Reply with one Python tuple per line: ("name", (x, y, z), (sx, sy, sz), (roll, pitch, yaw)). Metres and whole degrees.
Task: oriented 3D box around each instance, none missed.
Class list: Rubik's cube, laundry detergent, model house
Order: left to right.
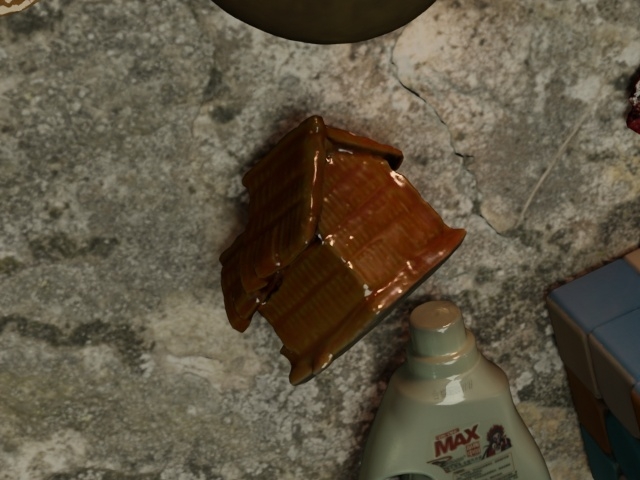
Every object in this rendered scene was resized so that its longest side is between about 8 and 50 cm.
("model house", (0.001, 0.001, 1.732), (0.229, 0.219, 0.199), (52, 132, 2))
("laundry detergent", (0.154, 0.261, 1.954), (0.264, 0.125, 0.398), (-18, 121, -10))
("Rubik's cube", (0.526, 0.201, 1.930), (0.347, 0.344, 0.346), (-24, 124, -9))

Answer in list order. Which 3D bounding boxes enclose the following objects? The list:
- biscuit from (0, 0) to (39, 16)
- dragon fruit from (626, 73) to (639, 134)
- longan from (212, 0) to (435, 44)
("biscuit", (-0.368, -0.361, 1.449), (0.275, 0.052, 0.355), (-43, 125, 4))
("dragon fruit", (0.422, -0.179, 1.863), (0.097, 0.063, 0.131), (30, 106, 2))
("longan", (-0.007, -0.336, 1.458), (0.319, 0.319, 0.319), (-9, 120, -16))
